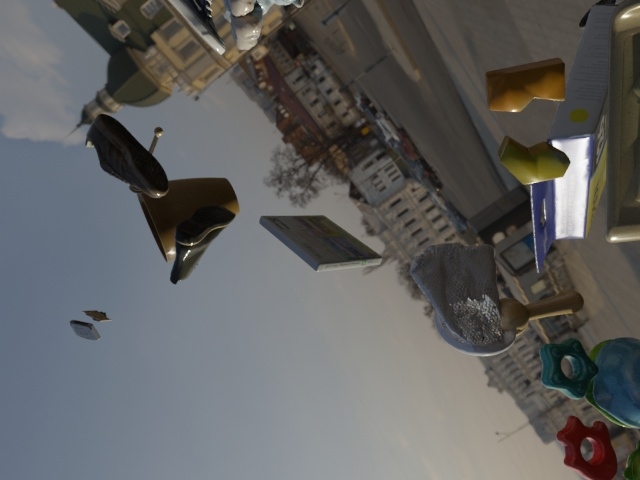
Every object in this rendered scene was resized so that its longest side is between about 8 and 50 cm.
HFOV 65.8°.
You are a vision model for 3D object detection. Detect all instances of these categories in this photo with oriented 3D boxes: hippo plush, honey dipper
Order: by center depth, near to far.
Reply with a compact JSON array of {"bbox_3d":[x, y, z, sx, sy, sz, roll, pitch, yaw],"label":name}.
[{"bbox_3d":[-0.357,-0.166,1.016,0.030,0.161,0.030,23,-147,-16],"label":"honey dipper"},{"bbox_3d":[-0.158,-0.696,1.435,0.294,0.236,0.235,-138,32,-72],"label":"hippo plush"}]

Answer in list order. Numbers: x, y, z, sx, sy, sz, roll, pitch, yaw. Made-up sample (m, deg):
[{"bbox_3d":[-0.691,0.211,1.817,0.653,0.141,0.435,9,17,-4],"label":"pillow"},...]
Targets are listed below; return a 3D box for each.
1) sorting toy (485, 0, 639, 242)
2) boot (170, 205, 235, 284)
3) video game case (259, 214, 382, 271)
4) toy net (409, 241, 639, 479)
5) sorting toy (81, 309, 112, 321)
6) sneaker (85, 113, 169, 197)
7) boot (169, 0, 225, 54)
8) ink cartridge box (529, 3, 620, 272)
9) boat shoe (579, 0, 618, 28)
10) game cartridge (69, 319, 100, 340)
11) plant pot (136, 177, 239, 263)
[{"bbox_3d":[0.304,-0.092,0.409,0.041,0.307,0.229,-73,-29,-55],"label":"sorting toy"},{"bbox_3d":[-0.279,0.005,1.145,0.076,0.137,0.198,29,-151,15],"label":"boot"},{"bbox_3d":[0.000,0.000,1.084,0.193,0.023,0.212,-3,-150,-43],"label":"video game case"},{"bbox_3d":[0.158,0.088,0.361,0.232,0.122,0.045,29,159,0],"label":"toy net"},{"bbox_3d":[-0.593,0.204,1.328,0.062,0.012,0.083,25,178,12],"label":"sorting toy"},{"bbox_3d":[-0.337,-0.132,0.859,0.188,0.071,0.066,50,-157,12],"label":"sneaker"},{"bbox_3d":[-0.252,-0.497,1.054,0.190,0.086,0.069,45,-178,-33],"label":"boot"},{"bbox_3d":[0.409,-0.134,0.770,0.072,0.307,0.303,14,161,31],"label":"ink cartridge box"},{"bbox_3d":[0.537,-0.441,0.954,0.038,0.046,0.125,15,-173,10],"label":"boat shoe"},{"bbox_3d":[-0.617,0.237,1.299,0.017,0.083,0.056,-52,-41,-49],"label":"game cartridge"},{"bbox_3d":[-0.378,-0.087,1.464,0.237,0.254,0.237,51,154,37],"label":"plant pot"}]
